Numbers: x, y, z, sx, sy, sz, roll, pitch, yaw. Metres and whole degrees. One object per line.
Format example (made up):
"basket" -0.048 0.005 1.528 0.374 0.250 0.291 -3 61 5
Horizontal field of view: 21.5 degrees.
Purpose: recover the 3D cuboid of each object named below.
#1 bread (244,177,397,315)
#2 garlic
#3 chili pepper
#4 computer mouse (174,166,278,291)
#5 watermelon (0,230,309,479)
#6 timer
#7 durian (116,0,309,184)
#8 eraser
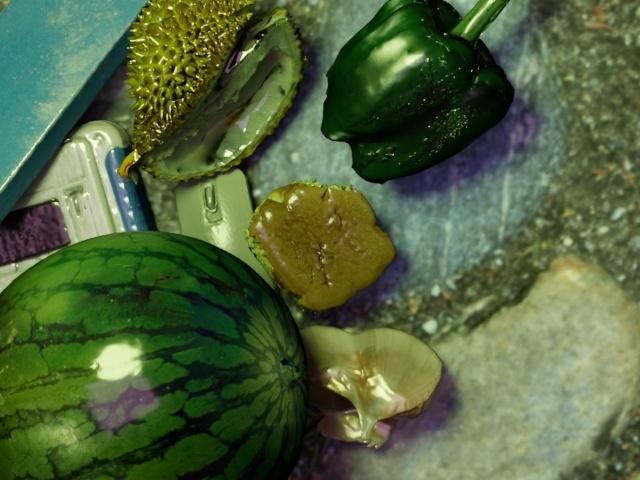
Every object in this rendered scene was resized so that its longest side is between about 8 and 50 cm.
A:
"bread" 0.000 0.000 1.745 0.128 0.069 0.140 -40 99 -10
"garlic" 0.036 0.146 1.755 0.174 0.099 0.124 13 79 8
"chili pepper" 0.120 -0.176 1.687 0.261 0.174 0.165 -36 95 17
"computer mouse" -0.102 -0.003 1.788 0.089 0.056 0.181 -15 89 4
"watermelon" -0.179 0.155 1.663 0.363 0.363 0.363 0 92 8
"timer" -0.310 -0.016 1.807 0.253 0.078 0.178 -17 90 8
"durian" -0.139 -0.164 1.733 0.237 0.193 0.138 -42 58 -14
"eraser" -0.311 -0.160 1.766 0.144 0.042 0.312 32 80 22
